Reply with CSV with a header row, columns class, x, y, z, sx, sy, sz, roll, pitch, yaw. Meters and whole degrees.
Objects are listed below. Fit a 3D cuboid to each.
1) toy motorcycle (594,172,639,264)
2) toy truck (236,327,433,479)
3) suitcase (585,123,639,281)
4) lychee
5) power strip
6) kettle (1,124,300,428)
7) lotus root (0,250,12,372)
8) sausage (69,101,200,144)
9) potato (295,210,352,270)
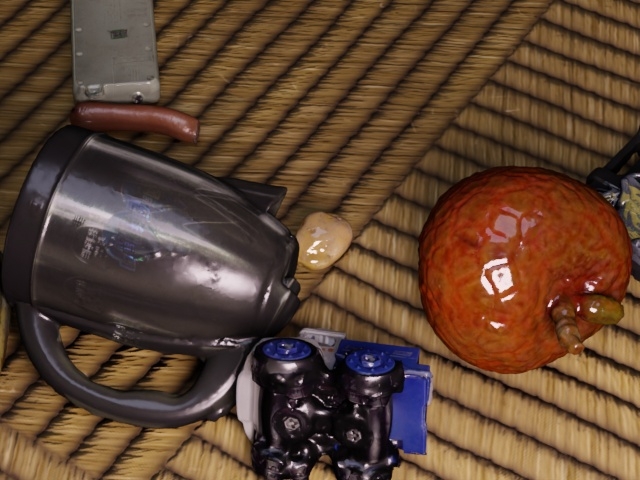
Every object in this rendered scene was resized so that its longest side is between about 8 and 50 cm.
class,x,y,z,sx,sy,sz,roll,pitch,yaw
toy motorcycle,0.399,-0.027,2.036,0.124,0.061,0.193,-38,48,-19
toy truck,0.019,0.167,1.919,0.213,0.161,0.177,7,29,9
suitcase,0.451,-0.060,2.152,0.206,0.066,0.285,30,55,27
lychee,0.230,0.031,1.958,0.255,0.255,0.300,-25,26,-20
power strip,-0.286,-0.276,2.395,0.118,0.046,0.270,-4,46,-5
kettle,-0.188,0.056,1.994,0.324,0.228,0.321,18,75,8
lotus root,-0.442,0.073,2.007,0.160,0.152,0.275,-16,42,11
sausage,-0.246,-0.157,2.288,0.176,0.040,0.047,5,47,5
potato,0.000,0.000,2.125,0.068,0.062,0.083,16,70,36
